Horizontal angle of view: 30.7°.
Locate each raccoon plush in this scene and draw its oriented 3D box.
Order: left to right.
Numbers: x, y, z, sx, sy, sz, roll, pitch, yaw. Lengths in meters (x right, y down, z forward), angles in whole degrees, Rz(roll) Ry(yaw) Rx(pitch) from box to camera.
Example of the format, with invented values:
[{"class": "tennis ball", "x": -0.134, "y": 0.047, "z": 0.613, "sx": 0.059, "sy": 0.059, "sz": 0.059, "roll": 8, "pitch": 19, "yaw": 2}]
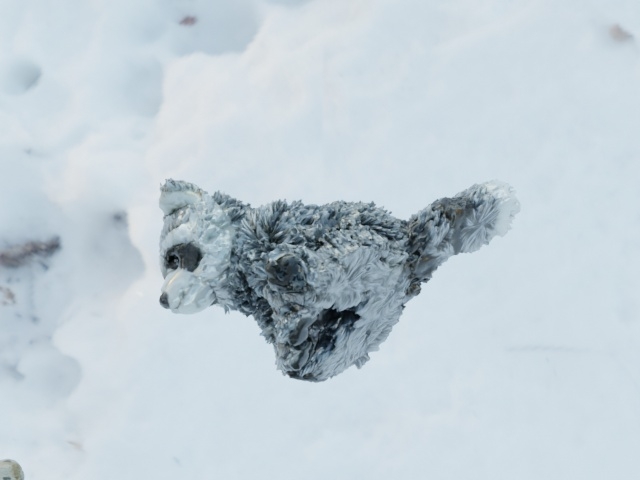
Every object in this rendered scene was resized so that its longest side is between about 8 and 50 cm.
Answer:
[{"class": "raccoon plush", "x": 0.000, "y": 0.000, "z": 1.538, "sx": 0.446, "sy": 0.216, "sz": 0.299, "roll": -19, "pitch": 43, "yaw": -32}]

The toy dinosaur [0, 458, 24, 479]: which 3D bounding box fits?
[{"class": "toy dinosaur", "x": -0.147, "y": 0.169, "z": 0.423, "sx": 0.064, "sy": 0.112, "sz": 0.212, "roll": 22, "pitch": 94, "yaw": 46}]
